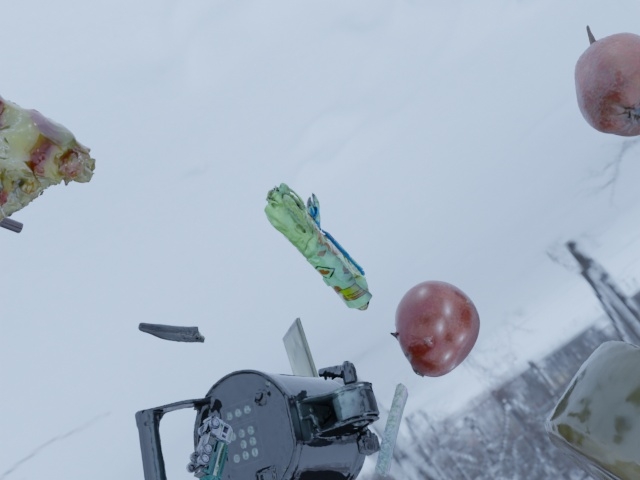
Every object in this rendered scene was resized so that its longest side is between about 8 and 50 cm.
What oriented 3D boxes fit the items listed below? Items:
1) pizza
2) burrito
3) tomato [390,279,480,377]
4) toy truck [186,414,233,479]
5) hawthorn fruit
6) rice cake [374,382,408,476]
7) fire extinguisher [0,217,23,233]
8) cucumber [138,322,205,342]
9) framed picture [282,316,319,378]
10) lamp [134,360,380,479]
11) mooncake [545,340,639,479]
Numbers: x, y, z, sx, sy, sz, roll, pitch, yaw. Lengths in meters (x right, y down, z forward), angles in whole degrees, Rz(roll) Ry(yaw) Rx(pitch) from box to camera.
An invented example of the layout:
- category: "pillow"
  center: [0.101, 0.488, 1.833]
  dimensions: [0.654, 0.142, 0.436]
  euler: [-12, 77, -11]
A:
- category: "pizza"
  center: [-0.487, -0.149, 1.142]
  dimensions: [0.406, 0.439, 0.130]
  euler: [-6, 153, -48]
- category: "burrito"
  center: [0.000, 0.000, 1.241]
  dimensions: [0.054, 0.104, 0.288]
  euler: [-24, 136, 20]
- category: "tomato"
  center: [0.209, 0.151, 1.472]
  dimensions: [0.167, 0.167, 0.167]
  euler: [-33, 163, -11]
- category: "toy truck"
  center: [-0.139, 0.269, 1.063]
  dimensions: [0.039, 0.044, 0.083]
  euler: [-41, -155, 40]
- category: "hawthorn fruit"
  center: [0.626, -0.349, 1.744]
  dimensions: [0.211, 0.262, 0.210]
  euler: [-10, 145, -7]
- category: "rice cake"
  center: [0.164, 0.428, 1.888]
  dimensions: [0.043, 0.034, 0.210]
  euler: [69, 36, -69]
- category: "fire extinguisher"
  center: [-0.813, -0.052, 2.020]
  dimensions: [0.173, 0.035, 0.049]
  euler: [25, 100, -31]
- category: "cucumber"
  center: [-0.299, 0.187, 1.672]
  dimensions: [0.135, 0.034, 0.033]
  euler: [3, 159, -2]
- category: "framed picture"
  center: [-0.035, 0.305, 1.884]
  dimensions: [0.010, 0.231, 0.173]
  euler: [-12, 162, -19]
- category: "lamp"
  center: [-0.066, 0.322, 1.343]
  dimensions: [0.374, 0.205, 0.272]
  euler: [-18, 157, 11]
- category: "mooncake"
  center: [0.415, 0.256, 0.994]
  dimensions: [0.155, 0.284, 0.284]
  euler: [-55, 165, -7]
